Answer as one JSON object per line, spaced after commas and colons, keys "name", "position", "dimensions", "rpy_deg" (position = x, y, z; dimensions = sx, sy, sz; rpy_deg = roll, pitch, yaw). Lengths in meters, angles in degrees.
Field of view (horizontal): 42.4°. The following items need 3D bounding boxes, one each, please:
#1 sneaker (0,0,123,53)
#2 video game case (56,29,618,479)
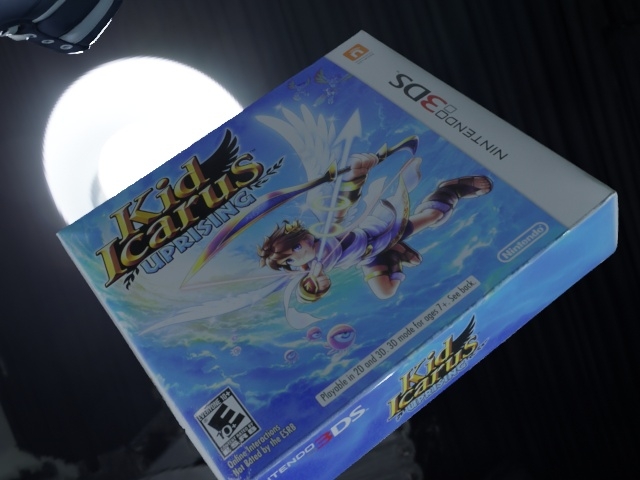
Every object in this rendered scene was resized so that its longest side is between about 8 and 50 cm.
{"name": "sneaker", "position": [-0.250, -0.158, 0.529], "dimensions": [0.282, 0.099, 0.153], "rpy_deg": [-23, 174, 0]}
{"name": "video game case", "position": [0.000, 0.000, 0.525], "dimensions": [0.269, 0.061, 0.244], "rpy_deg": [-36, -131, -13]}
